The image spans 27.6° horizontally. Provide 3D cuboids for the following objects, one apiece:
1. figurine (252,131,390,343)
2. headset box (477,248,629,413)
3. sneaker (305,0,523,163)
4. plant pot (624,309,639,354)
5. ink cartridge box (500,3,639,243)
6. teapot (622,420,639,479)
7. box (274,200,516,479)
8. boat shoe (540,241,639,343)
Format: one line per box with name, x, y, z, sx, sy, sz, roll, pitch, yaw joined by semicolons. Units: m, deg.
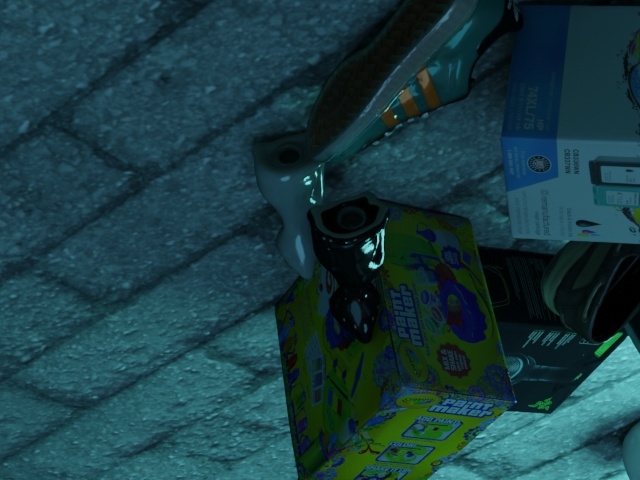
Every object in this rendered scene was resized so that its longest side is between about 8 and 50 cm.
figurine;0.000;0.000;1.602;0.092;0.215;0.209;-27;141;-20
headset box;0.279;0.140;1.925;0.283;0.131;0.246;6;142;-22
sneaker;0.104;-0.176;1.466;0.121;0.108;0.302;22;133;-30
plant pot;0.599;0.090;1.789;0.252;0.247;0.248;-4;148;-40
ink cartridge box;0.351;-0.127;1.455;0.270;0.197;0.198;3;147;15
teapot;0.680;0.418;2.356;0.252;0.187;0.256;-25;141;19
box;0.088;0.150;1.756;0.177;0.290;0.279;11;141;-26
boat shoe;0.428;-0.010;1.648;0.132;0.130;0.355;12;124;-35
